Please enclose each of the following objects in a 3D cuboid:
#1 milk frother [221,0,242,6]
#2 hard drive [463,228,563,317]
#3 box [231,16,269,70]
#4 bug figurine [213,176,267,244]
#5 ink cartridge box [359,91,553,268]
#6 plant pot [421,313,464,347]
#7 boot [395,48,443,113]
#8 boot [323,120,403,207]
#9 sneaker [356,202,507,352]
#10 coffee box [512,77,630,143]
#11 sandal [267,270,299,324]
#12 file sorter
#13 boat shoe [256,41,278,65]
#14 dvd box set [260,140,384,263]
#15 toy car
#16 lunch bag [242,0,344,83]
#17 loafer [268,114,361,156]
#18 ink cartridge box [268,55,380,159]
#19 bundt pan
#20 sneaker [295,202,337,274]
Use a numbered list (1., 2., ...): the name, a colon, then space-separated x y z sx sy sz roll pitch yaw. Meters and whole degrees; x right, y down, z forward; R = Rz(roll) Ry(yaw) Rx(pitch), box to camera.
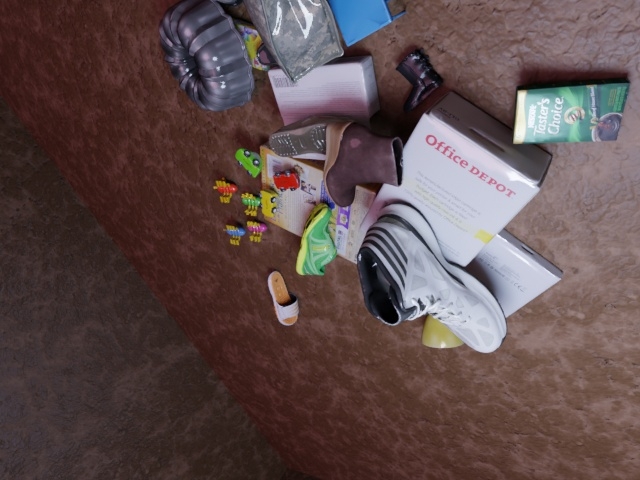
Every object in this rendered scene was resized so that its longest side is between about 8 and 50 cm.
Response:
1. milk frother: -0.242 -0.675 1.026 0.129 0.135 0.143 -30 106 18
2. hard drive: 0.467 0.116 1.146 0.203 0.040 0.308 38 140 9
3. box: -0.206 -0.555 1.169 0.179 0.043 0.105 30 137 22
4. bug figurine: -0.307 -0.109 1.605 0.216 0.072 0.279 13 126 25
5. ink cartridge box: 0.305 -0.108 1.005 0.279 0.160 0.385 37 140 9
6. plant pot: 0.381 0.269 1.298 0.134 0.134 0.095 -2 95 42
7. boot: 0.213 -0.368 0.959 0.099 0.045 0.121 47 133 -5
8. boot: 0.102 -0.155 0.990 0.206 0.090 0.249 29 143 38
9. sneaker: 0.239 0.152 0.961 0.447 0.257 0.169 48 140 -7
10. coffee box: 0.475 -0.247 0.803 0.184 0.040 0.113 5 126 21
11. sandal: -0.146 0.253 1.745 0.076 0.102 0.265 5 124 42
12. file sorter: 0.092 -0.532 0.880 0.118 0.104 0.170 -8 117 45
13. boat shoe: -0.079 -0.498 1.059 0.233 0.079 0.084 -1 127 33
14. dvd box set: -0.011 -0.119 1.349 0.420 0.062 0.308 25 136 23
15. toy car: -0.177 -0.210 1.324 0.225 0.053 0.239 47 139 -2
16. lunch bag: -0.086 -0.525 0.852 0.235 0.168 0.287 63 -174 25
17. loafer: -0.006 -0.283 1.088 0.268 0.092 0.102 2 137 21
18. ink cartridge box: 0.018 -0.348 1.128 0.296 0.066 0.261 12 133 34
19. bundt pan: -0.345 -0.520 1.199 0.330 0.124 0.331 38 152 25
20. sneaker: 0.000 0.000 1.334 0.123 0.110 0.296 13 133 -3
